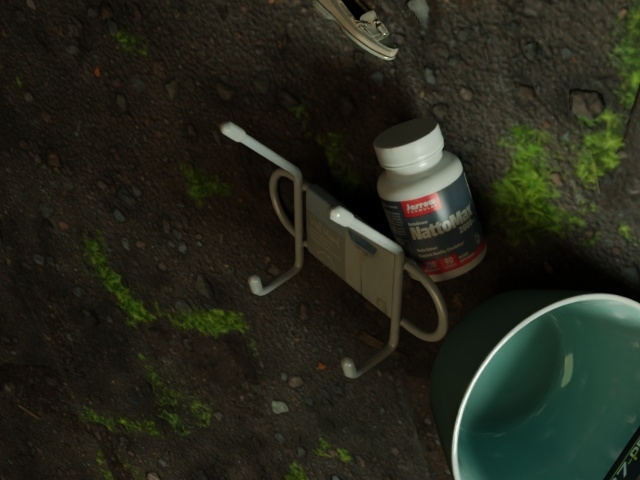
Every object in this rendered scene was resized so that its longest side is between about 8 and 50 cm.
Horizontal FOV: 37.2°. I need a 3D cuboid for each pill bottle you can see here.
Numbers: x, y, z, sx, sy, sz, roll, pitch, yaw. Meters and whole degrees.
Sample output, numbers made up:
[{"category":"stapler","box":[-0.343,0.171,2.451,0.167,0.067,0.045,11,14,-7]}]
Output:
[{"category":"pill bottle","box":[0.129,-0.050,1.159,0.108,0.108,0.180,-5,119,34]}]

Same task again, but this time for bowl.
[{"category":"bowl","box":[0.256,0.181,1.150,0.163,0.311,0.312,41,152,61]}]

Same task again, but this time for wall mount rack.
[{"category":"wall mount rack","box":[0.000,0.000,1.177,0.350,0.130,0.304,38,146,35]}]

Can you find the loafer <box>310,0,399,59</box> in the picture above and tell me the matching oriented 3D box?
[{"category":"loafer","box":[0.043,-0.262,1.112,0.125,0.045,0.039,39,127,6]}]

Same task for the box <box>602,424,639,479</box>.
[{"category":"box","box":[0.516,0.359,1.079,0.394,0.097,0.318,32,92,1]}]

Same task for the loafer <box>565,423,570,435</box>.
[{"category":"loafer","box":[0.353,0.372,1.323,0.111,0.112,0.320,11,119,32]}]
